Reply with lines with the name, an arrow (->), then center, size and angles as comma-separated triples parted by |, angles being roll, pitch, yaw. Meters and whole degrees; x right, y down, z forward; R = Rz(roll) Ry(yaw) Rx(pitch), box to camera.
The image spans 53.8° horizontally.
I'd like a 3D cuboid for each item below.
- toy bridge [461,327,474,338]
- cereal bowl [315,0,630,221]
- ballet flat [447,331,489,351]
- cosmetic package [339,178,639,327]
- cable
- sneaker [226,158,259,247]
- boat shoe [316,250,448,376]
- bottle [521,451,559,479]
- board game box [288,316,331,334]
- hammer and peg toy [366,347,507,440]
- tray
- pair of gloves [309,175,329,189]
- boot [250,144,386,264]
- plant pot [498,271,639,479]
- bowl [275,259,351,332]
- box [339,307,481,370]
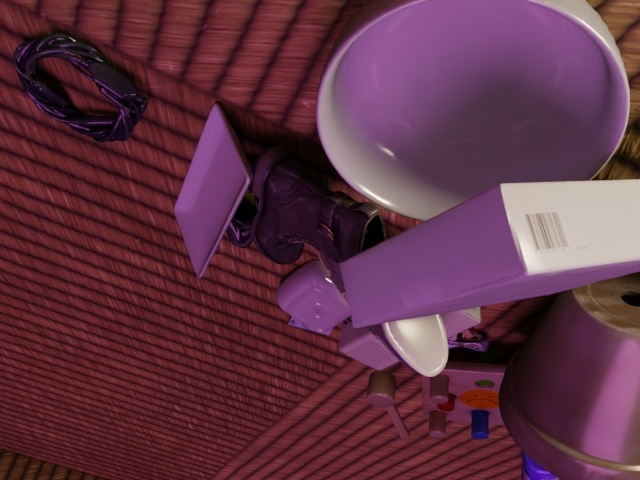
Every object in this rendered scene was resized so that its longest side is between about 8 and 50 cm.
toy bridge -> 0.213, 0.183, 1.233 | 0.188, 0.063, 0.026 | -27, 128, 36
cereal bowl -> 0.170, -0.175, 0.744 | 0.338, 0.141, 0.339 | 7, 141, 6
ballet flat -> 0.279, 0.195, 1.261 | 0.114, 0.041, 0.041 | 4, 141, 7
cosmetic package -> 0.257, 0.016, 0.770 | 0.377, 0.098, 0.284 | -4, 164, -33
cable -> -0.346, -0.214, 0.899 | 0.184, 0.047, 0.150 | 30, 142, -27
sneaker -> -0.129, -0.048, 1.018 | 0.067, 0.078, 0.188 | 13, 142, -3
boat shoe -> 0.099, 0.091, 1.041 | 0.305, 0.109, 0.091 | 56, 150, -1
bottle -> 0.562, 0.593, 1.611 | 0.092, 0.118, 0.283 | -2, 139, 15
board game box -> -0.012, 0.154, 1.284 | 0.090, 0.020, 0.090 | 17, 140, -7
hammer and peg toy -> 0.288, 0.326, 1.343 | 0.361, 0.127, 0.266 | 1, 142, 12
tray -> -0.165, -0.069, 0.975 | 0.030, 0.145, 0.270 | -8, 151, -32
pair of gloves -> -0.023, -0.074, 1.016 | 0.074, 0.010, 0.083 | 10, 139, 4
boot -> 0.000, 0.000, 0.924 | 0.229, 0.091, 0.263 | 38, 153, 28
plant pot -> 0.480, 0.199, 1.034 | 0.323, 0.323, 0.280 | 5, 125, 7
bowl -> -0.003, 0.115, 1.191 | 0.142, 0.053, 0.142 | 35, 126, -21
box -> 0.160, 0.142, 1.172 | 0.113, 0.094, 0.275 | 31, 137, -24
